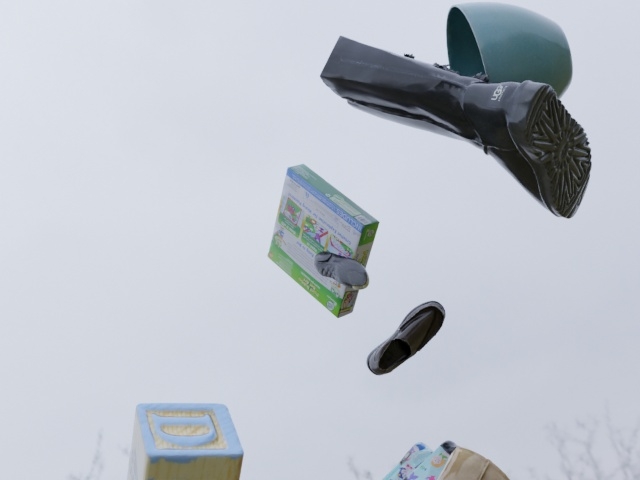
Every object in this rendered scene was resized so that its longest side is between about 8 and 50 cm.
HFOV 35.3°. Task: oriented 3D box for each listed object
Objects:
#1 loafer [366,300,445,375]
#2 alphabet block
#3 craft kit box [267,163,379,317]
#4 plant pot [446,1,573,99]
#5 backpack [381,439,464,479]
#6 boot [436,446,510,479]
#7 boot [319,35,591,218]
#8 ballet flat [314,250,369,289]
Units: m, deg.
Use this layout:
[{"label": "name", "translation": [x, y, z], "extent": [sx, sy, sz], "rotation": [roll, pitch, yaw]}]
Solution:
[{"label": "loafer", "translation": [0.200, 0.226, 2.252], "extent": [0.220, 0.080, 0.078], "rotation": [-45, 7, -3]}, {"label": "alphabet block", "translation": [-0.268, 0.447, 1.959], "extent": [0.192, 0.193, 0.197], "rotation": [3, -69, -17]}, {"label": "craft kit box", "translation": [0.000, 0.000, 2.189], "extent": [0.061, 0.250, 0.247], "rotation": [-16, -45, -42]}, {"label": "plant pot", "translation": [0.386, -0.346, 2.006], "extent": [0.195, 0.290, 0.290], "rotation": [-14, -28, -4]}, {"label": "backpack", "translation": [0.188, 0.484, 1.698], "extent": [0.253, 0.191, 0.225], "rotation": [-47, -52, -23]}, {"label": "boot", "translation": [0.150, 0.379, 1.420], "extent": [0.089, 0.236, 0.269], "rotation": [-43, -2, 40]}, {"label": "boot", "translation": [0.254, -0.213, 1.880], "extent": [0.146, 0.445, 0.367], "rotation": [-60, -38, -16]}, {"label": "ballet flat", "translation": [0.048, 0.064, 2.035], "extent": [0.057, 0.173, 0.049], "rotation": [-41, -56, -15]}]
